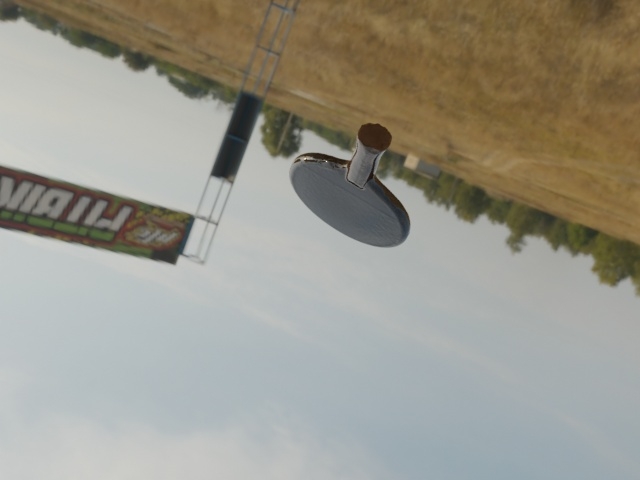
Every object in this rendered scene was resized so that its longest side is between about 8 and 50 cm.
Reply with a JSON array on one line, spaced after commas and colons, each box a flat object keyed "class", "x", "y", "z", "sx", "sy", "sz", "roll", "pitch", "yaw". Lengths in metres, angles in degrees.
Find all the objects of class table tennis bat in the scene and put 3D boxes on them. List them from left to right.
[{"class": "table tennis bat", "x": 0.000, "y": 0.000, "z": 0.551, "sx": 0.107, "sy": 0.119, "sz": 0.170, "roll": 31, "pitch": 159, "yaw": 5}]
